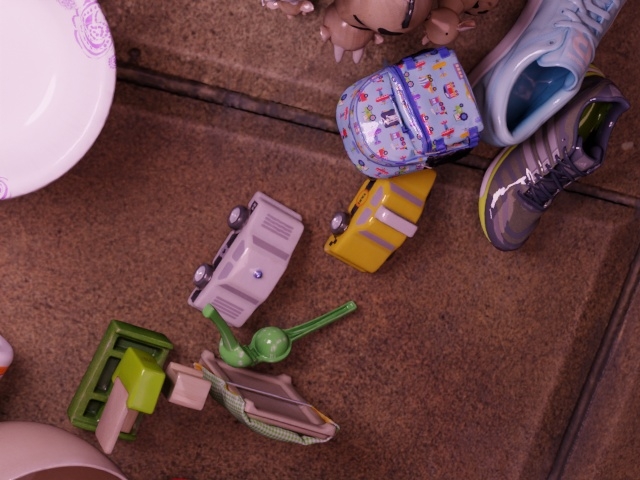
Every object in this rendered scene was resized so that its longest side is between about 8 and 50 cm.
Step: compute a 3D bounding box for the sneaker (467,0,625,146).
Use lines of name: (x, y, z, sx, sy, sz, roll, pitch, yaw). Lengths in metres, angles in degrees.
sneaker: (0.344, -0.272, 2.010, 0.135, 0.150, 0.366, 33, 95, -30)

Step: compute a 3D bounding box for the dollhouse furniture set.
dollhouse furniture set: (-0.159, 0.245, 1.968, 0.301, 0.197, 0.151, 20, 100, -27)

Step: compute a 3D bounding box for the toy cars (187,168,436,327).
toy cars: (0.000, 0.000, 2.005, 0.393, 0.087, 0.176, -22, 116, -14)

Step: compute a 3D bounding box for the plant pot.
plant pot: (-0.395, 0.345, 1.897, 0.284, 0.191, 0.284, -17, 129, -22)

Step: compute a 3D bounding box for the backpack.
backpack: (0.114, -0.168, 1.957, 0.173, 0.117, 0.158, -17, 86, -8)

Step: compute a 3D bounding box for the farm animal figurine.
farm animal figurine: (0.076, -0.305, 1.795, 0.330, 0.327, 0.172, -2, 99, -4)

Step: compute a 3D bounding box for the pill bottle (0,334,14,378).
pill bottle: (-0.498, 0.203, 1.852, 0.121, 0.121, 0.221, 32, 95, -29)

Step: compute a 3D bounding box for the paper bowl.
paper bowl: (-0.377, -0.195, 1.598, 0.284, 0.148, 0.284, -6, 106, -20)

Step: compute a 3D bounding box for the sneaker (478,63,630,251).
sneaker: (0.332, -0.114, 2.082, 0.111, 0.121, 0.300, 25, 99, -28)

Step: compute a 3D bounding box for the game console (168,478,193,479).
game console: (-0.105, 0.558, 2.122, 0.342, 0.060, 0.387, 14, 104, -2)

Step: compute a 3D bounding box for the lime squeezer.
lime squeezer: (-0.078, 0.124, 2.010, 0.310, 0.059, 0.110, 2, 115, -50)
